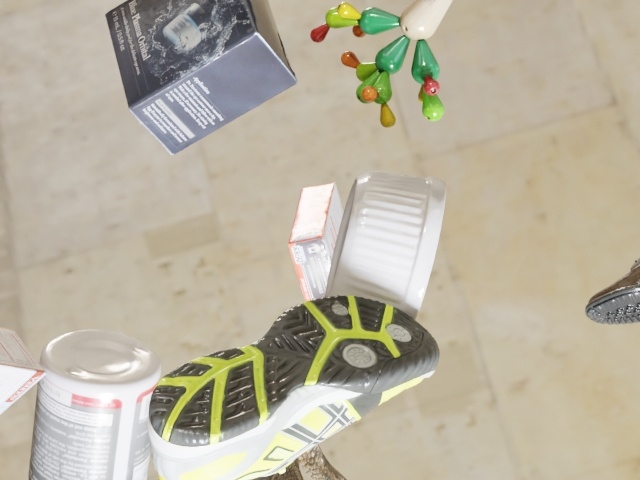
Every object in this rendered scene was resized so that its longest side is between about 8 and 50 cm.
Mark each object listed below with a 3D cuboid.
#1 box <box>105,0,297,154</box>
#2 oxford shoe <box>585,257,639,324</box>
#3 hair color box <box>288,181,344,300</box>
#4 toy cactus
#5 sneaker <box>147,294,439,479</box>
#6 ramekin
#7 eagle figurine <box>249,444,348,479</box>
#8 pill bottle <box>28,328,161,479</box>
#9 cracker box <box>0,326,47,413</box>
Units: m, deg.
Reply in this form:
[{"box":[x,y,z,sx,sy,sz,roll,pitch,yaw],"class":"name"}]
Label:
[{"box":[-0.126,-0.202,1.744,0.093,0.158,0.156,48,18,-47],"class":"box"},{"box":[0.500,0.056,2.518,0.083,0.227,0.096,46,26,-40],"class":"oxford shoe"},{"box":[0.000,0.000,2.280,0.167,0.053,0.093,-79,156,-62],"class":"hair color box"},{"box":[0.096,-0.257,2.174,0.219,0.180,0.112,48,17,31],"class":"toy cactus"},{"box":[-0.035,0.178,1.908,0.145,0.385,0.147,49,-38,35],"class":"sneaker"},{"box":[0.076,0.012,2.067,0.207,0.109,0.207,-166,-90,-88],"class":"ramekin"},{"box":[-0.031,0.338,2.610,0.225,0.226,0.298,60,14,-64],"class":"eagle figurine"},{"box":[-0.309,0.278,2.254,0.161,0.161,0.283,-104,-158,-64],"class":"pill bottle"},{"box":[-0.384,0.151,1.647,0.067,0.156,0.232,50,3,14],"class":"cracker box"}]
